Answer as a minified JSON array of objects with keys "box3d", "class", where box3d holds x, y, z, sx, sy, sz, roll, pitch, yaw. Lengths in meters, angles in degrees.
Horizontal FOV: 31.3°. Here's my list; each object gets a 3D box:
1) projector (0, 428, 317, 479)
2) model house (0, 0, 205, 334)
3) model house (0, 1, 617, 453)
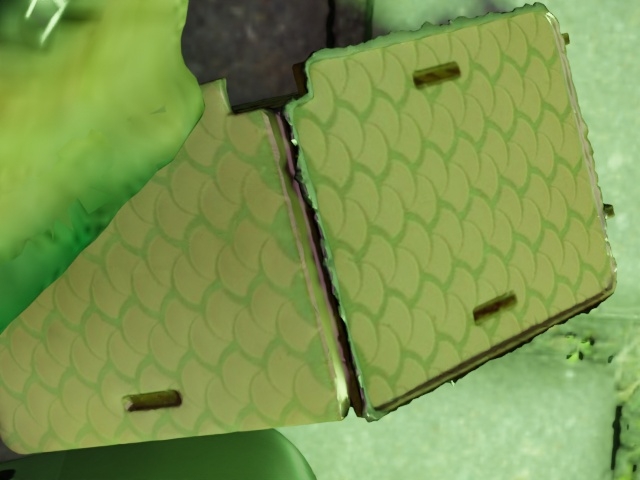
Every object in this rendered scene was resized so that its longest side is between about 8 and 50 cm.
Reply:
[{"box3d":[-0.091,0.243,0.521,0.248,0.249,0.248,-12,98,-6],"class":"projector"},{"box3d":[-0.211,-0.152,0.365,0.382,0.334,0.343,25,108,21],"class":"model house"},{"box3d":[0.000,0.000,0.507,0.326,0.244,0.169,-13,95,-6],"class":"model house"}]
